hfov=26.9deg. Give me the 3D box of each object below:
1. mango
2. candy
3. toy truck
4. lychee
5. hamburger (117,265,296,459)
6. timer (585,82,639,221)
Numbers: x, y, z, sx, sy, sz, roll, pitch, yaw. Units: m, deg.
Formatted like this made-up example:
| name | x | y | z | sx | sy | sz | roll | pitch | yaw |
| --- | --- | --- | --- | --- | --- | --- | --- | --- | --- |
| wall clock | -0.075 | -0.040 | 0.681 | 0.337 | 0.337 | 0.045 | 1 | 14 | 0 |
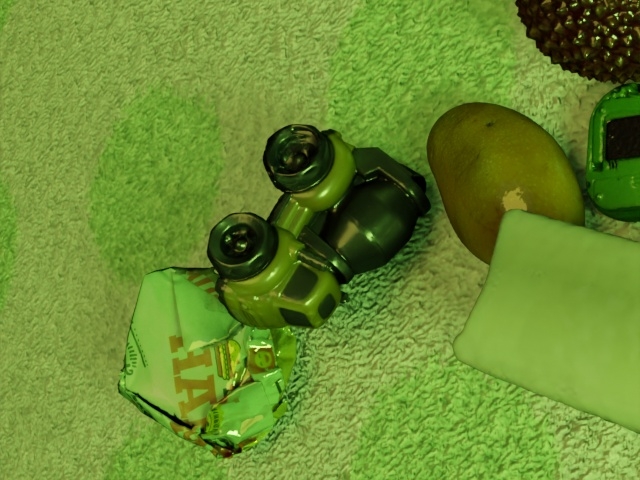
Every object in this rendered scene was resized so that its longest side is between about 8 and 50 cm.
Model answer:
| name | x | y | z | sx | sy | sz | roll | pitch | yaw |
| --- | --- | --- | --- | --- | --- | --- | --- | --- | --- |
| mango | 0.172 | -0.058 | 1.294 | 0.136 | 0.099 | 0.227 | -61 | 38 | 24 |
| candy | 0.302 | 0.093 | 1.053 | 0.358 | 0.208 | 0.145 | 17 | 87 | 46 |
| toy truck | 0.000 | 0.000 | 1.389 | 0.165 | 0.147 | 0.224 | 25 | 71 | 26 |
| lychee | 0.261 | -0.220 | 1.166 | 0.188 | 0.188 | 0.188 | -12 | 72 | 42 |
| hamburger | -0.113 | 0.117 | 1.517 | 0.214 | 0.125 | 0.235 | 20 | 84 | 34 |
| timer | 0.301 | -0.082 | 1.202 | 0.140 | 0.047 | 0.128 | -3 | 78 | 44 |
